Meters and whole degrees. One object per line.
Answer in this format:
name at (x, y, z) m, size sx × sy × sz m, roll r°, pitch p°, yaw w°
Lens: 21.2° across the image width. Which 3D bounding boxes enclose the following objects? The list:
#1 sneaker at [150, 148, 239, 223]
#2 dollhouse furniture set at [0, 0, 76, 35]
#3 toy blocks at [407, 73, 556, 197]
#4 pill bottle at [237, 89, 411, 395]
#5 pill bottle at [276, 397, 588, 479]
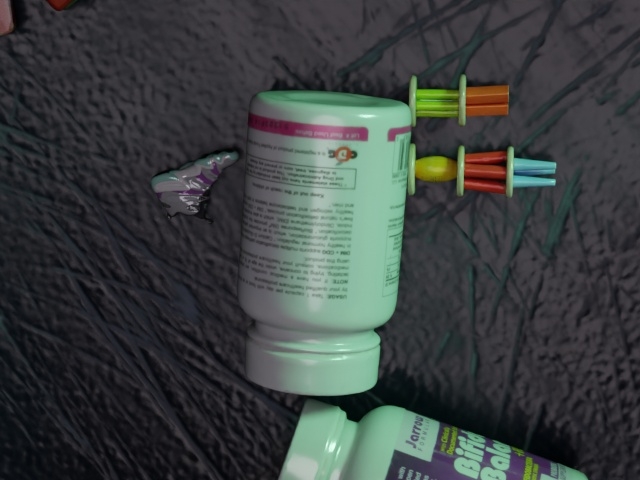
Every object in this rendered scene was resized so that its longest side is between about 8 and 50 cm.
sneaker at (-0.119, -0.050, 1.753) m, size 0.098 × 0.038 × 0.069 m, roll -20°, pitch 100°, yaw 17°
dollhouse furniture set at (-0.405, -0.339, 1.662) m, size 0.201 × 0.152 × 0.374 m, roll -42°, pitch 95°, yaw 10°
toy blocks at (0.162, -0.104, 1.711) m, size 0.148 × 0.054 × 0.123 m, roll 2°, pitch 101°, yaw 4°
pill bottle at (0.000, 0.000, 1.688) m, size 0.160 × 0.160 × 0.283 m, roll 5°, pitch 100°, yaw 3°
pill bottle at (0.106, 0.265, 1.722) m, size 0.301 × 0.169 × 0.169 m, roll 19°, pitch 101°, yaw 0°
